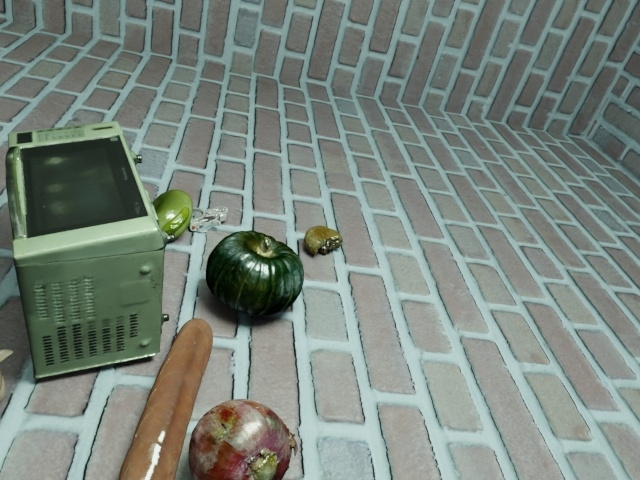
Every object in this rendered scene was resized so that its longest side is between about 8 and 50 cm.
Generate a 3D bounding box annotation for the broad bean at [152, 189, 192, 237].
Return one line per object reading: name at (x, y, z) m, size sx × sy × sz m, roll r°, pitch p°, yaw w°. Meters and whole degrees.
broad bean at (-0.383, -0.070, 1.325) m, size 0.125 × 0.082 × 0.174 m, roll -24°, pitch 42°, yaw 11°

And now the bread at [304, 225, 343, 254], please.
bread at (0.000, 0.000, 1.426) m, size 0.113 × 0.060 × 0.082 m, roll -11°, pitch 42°, yaw -38°

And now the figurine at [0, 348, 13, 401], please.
figurine at (-0.557, 0.227, 0.809) m, size 0.125 × 0.125 × 0.138 m, roll 14°, pitch 21°, yaw -3°

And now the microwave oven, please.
microwave oven at (-0.438, -0.005, 0.999) m, size 0.247 × 0.332 × 0.394 m, roll -8°, pitch 41°, yaw -27°

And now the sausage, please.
sausage at (-0.252, 0.275, 0.887) m, size 0.088 × 0.087 × 0.433 m, roll 12°, pitch 33°, yaw -6°

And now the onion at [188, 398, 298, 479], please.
onion at (-0.143, 0.324, 0.825) m, size 0.195 × 0.159 × 0.160 m, roll 5°, pitch 19°, yaw 44°

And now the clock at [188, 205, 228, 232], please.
clock at (-0.306, -0.061, 1.403) m, size 0.129 × 0.041 × 0.087 m, roll -10°, pitch 37°, yaw -26°

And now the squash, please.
squash at (-0.143, 0.072, 1.157) m, size 0.218 × 0.172 × 0.218 m, roll 21°, pitch 2°, yaw -1°
